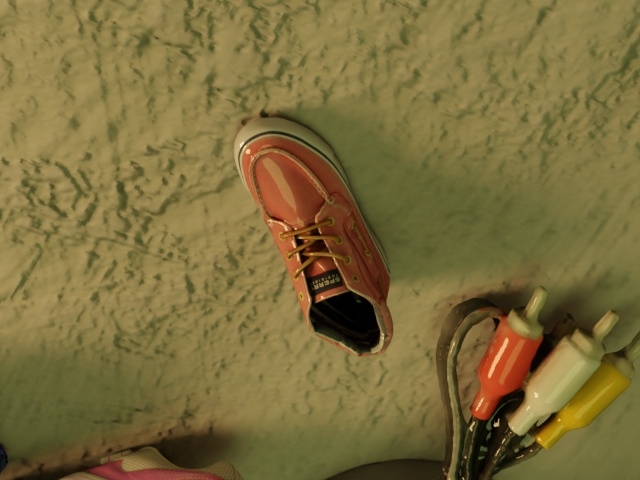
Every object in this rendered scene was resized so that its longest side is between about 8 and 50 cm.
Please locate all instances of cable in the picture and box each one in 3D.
[{"bbox_3d":[0.118,0.159,1.427,0.139,0.072,0.287,24,100,-19],"label":"cable"}]

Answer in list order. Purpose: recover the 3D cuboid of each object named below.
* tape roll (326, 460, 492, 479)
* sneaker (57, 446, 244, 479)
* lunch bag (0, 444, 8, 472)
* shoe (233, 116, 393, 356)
[{"bbox_3d":[0.065,0.275,1.576,0.219,0.072,0.219,-3,132,-3],"label":"tape roll"},{"bbox_3d":[-0.156,0.216,1.482,0.252,0.111,0.103,1,127,24],"label":"sneaker"},{"bbox_3d":[-0.315,0.168,1.426,0.129,0.096,0.151,-21,160,13],"label":"lunch bag"},{"bbox_3d":[0.000,0.000,1.316,0.063,0.081,0.178,-23,130,14],"label":"shoe"}]
